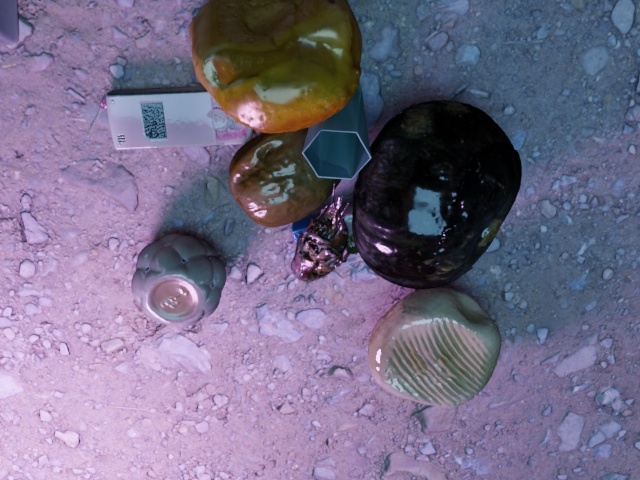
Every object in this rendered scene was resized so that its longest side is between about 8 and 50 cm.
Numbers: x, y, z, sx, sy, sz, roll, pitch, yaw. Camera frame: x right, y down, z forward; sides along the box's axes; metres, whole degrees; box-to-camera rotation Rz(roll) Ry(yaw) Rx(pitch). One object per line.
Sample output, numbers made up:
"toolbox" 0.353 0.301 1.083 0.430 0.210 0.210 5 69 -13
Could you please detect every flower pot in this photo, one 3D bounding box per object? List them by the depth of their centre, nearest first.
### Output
"flower pot" -0.365 0.103 1.833 0.246 0.195 0.245 -1 115 -3

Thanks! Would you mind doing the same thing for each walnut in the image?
"walnut" -0.085 -0.163 1.699 0.283 0.227 0.283 -22 151 -13

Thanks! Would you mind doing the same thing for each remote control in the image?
"remote control" -0.334 -0.297 1.717 0.344 0.050 0.145 -2 116 -2

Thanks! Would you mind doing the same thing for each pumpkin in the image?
"pumpkin" 0.259 -0.106 1.644 0.344 0.454 0.454 31 116 22

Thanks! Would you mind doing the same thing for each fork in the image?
"fork" -0.543 -0.297 1.730 0.016 0.012 0.115 30 116 -12

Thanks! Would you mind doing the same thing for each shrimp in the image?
"shrimp" 0.003 -0.005 1.710 0.145 0.116 0.343 -2 146 -17

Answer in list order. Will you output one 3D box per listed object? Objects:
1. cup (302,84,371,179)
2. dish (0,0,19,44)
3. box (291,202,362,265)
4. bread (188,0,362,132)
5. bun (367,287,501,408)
"cup" 0.036 -0.262 1.597 0.148 0.235 0.134 5 134 -4
"dish" -0.765 -0.552 1.554 0.182 0.080 0.243 7 115 -6
"box" 0.036 -0.006 1.867 0.194 0.073 0.139 -16 116 5
"bread" -0.085 -0.384 1.518 0.361 0.394 0.250 -20 131 3
"bun" 0.300 0.278 1.935 0.353 0.227 0.349 -32 113 10
